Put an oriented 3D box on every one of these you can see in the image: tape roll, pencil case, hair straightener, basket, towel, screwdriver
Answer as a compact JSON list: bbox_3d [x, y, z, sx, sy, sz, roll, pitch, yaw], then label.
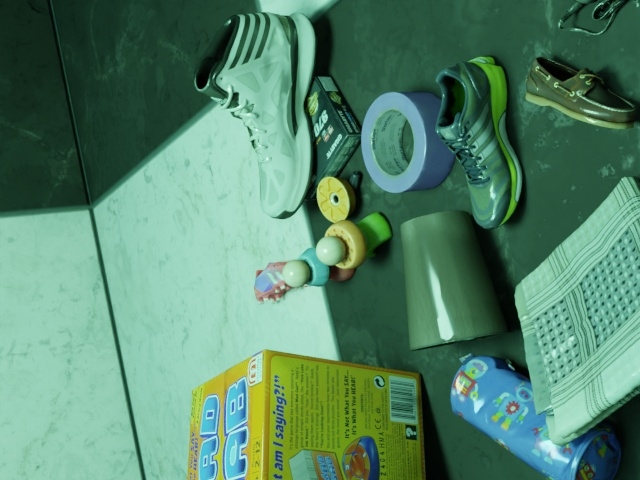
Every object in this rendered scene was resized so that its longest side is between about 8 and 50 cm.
[{"bbox_3d":[0.165,-0.187,1.648,0.189,0.080,0.188,17,111,53],"label":"tape roll"},{"bbox_3d":[0.351,0.297,1.442,0.133,0.119,0.306,-52,40,-6],"label":"pencil case"},{"bbox_3d":[0.430,-0.370,1.259,0.230,0.047,0.089,-44,61,50],"label":"hair straightener"},{"bbox_3d":[0.226,0.070,1.554,0.204,0.154,0.226,-22,75,53],"label":"basket"},{"bbox_3d":[0.400,0.109,1.292,0.324,0.056,0.312,123,151,-45],"label":"towel"},{"bbox_3d":[0.059,-0.073,1.873,0.025,0.024,0.169,-98,19,-58],"label":"screwdriver"}]

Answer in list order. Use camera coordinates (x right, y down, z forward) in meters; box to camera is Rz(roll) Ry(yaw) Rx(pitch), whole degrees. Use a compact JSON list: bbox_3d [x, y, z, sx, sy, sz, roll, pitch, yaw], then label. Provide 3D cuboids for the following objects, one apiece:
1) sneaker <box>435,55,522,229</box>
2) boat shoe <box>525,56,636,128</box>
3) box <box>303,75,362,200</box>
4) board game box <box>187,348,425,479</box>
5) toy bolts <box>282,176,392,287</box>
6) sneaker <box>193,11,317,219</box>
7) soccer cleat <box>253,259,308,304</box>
[{"bbox_3d":[0.256,-0.164,1.484,0.111,0.121,0.299,-15,84,56],"label":"sneaker"},{"bbox_3d":[0.391,-0.226,1.320,0.207,0.073,0.073,34,125,47],"label":"boat shoe"},{"bbox_3d":[-0.004,-0.222,1.907,0.220,0.051,0.175,-55,52,44],"label":"box"},{"bbox_3d":[-0.037,0.453,1.734,0.356,0.356,0.356,-35,49,52],"label":"board game box"},{"bbox_3d":[0.000,0.000,1.828,0.218,0.159,0.228,55,139,20],"label":"toy bolts"},{"bbox_3d":[-0.157,-0.262,1.848,0.169,0.258,0.447,19,110,54],"label":"sneaker"},{"bbox_3d":[-0.092,0.082,2.073,0.248,0.083,0.095,-35,63,55],"label":"soccer cleat"}]
